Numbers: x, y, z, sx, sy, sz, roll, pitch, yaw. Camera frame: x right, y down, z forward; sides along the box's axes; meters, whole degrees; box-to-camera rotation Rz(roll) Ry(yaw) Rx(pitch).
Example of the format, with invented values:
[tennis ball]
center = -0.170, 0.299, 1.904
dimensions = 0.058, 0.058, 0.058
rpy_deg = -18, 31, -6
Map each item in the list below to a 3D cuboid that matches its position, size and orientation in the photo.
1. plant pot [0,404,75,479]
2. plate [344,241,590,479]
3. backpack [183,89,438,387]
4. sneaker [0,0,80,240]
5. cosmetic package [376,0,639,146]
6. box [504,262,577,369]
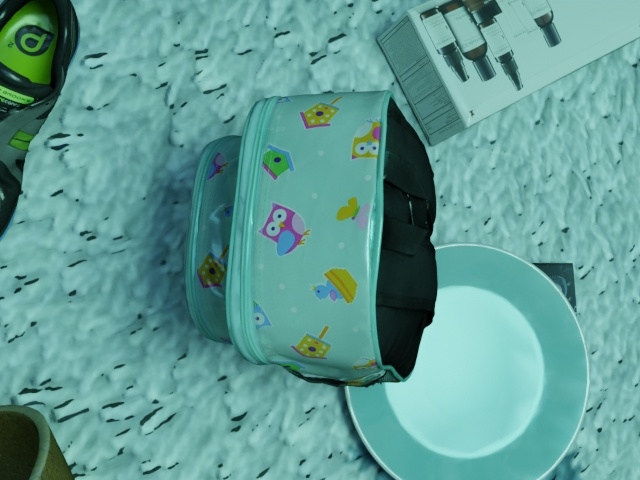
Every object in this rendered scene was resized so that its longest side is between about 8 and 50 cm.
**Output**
[plant pot]
center = -0.164, 0.249, 0.314
dimensions = 0.237, 0.237, 0.254
rpy_deg = -34, 109, -21
[plate]
center = 0.107, 0.095, 0.514
dimensions = 0.188, 0.024, 0.188
rpy_deg = 1, 83, -8
[backpack]
center = 0.000, 0.000, 0.410
dimensions = 0.144, 0.188, 0.166
rpy_deg = 5, 81, 6
[sneaker]
center = -0.194, -0.073, 0.407
dimensions = 0.067, 0.078, 0.188
rpy_deg = 22, 76, -16
[cosmetic package]
center = 0.172, -0.172, 0.567
dimensions = 0.239, 0.060, 0.099
rpy_deg = -29, 95, -21
[box]
center = 0.172, 0.060, 0.558
dimensions = 0.067, 0.018, 0.083
rpy_deg = 1, 82, -19
